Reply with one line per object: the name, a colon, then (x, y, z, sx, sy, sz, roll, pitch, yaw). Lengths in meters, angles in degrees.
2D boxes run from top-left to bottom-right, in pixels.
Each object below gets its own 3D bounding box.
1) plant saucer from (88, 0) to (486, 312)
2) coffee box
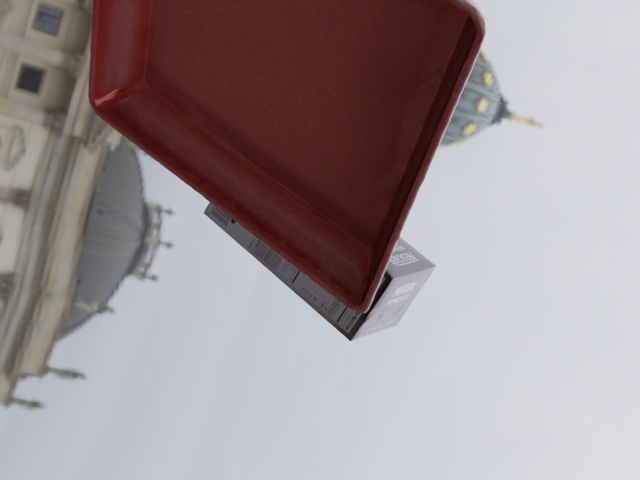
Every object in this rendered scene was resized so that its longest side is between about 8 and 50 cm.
plant saucer: (-0.031, -0.112, 0.640, 0.047, 0.259, 0.258, -41, 161, -36)
coffee box: (0.000, 0.000, 1.258, 0.246, 0.141, 0.098, 40, -69, 18)
